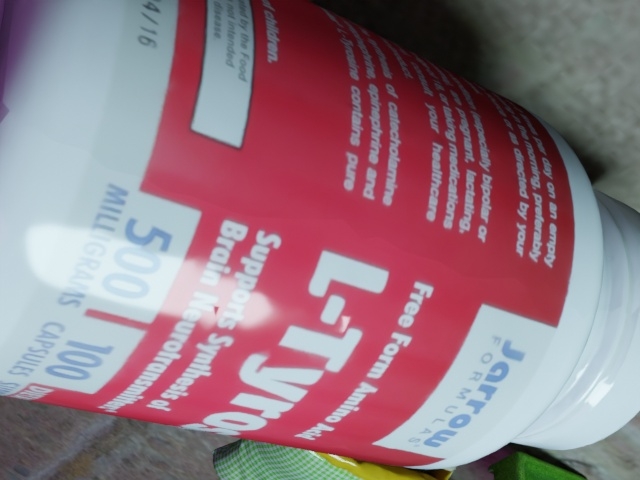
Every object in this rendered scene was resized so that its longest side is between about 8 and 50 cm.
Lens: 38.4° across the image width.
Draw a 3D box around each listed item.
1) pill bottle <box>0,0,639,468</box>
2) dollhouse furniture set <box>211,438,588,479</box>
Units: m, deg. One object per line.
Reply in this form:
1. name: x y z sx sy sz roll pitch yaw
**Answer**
1. pill bottle: 0.000 0.000 0.508 0.408 0.228 0.229 18 146 -31
2. dollhouse furniture set: 0.065 0.264 0.798 0.302 0.151 0.197 25 137 -20
